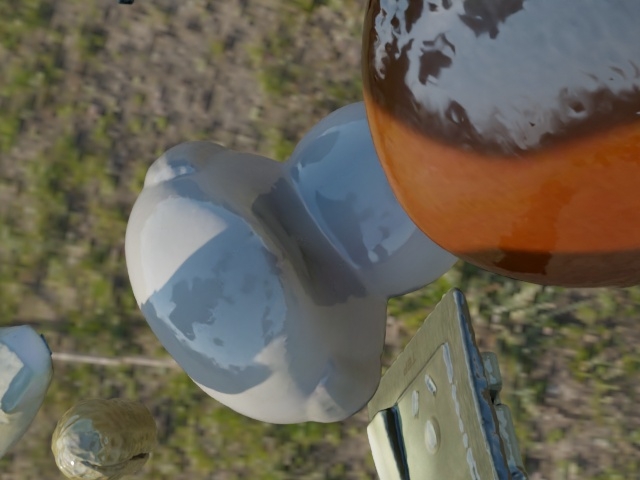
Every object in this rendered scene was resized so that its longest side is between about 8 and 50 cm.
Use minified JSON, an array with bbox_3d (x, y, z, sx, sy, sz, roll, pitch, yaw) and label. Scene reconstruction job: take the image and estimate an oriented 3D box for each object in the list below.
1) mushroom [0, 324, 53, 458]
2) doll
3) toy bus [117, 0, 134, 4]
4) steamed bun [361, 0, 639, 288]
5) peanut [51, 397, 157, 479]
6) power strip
[{"bbox_3d":[-0.205,0.115,1.082,0.084,0.071,0.209,56,144,16],"label":"mushroom"},{"bbox_3d":[0.000,0.000,1.225,0.221,0.251,0.221,2,95,22],"label":"doll"},{"bbox_3d":[-0.196,-0.210,1.292,0.182,0.103,0.091,9,98,49],"label":"toy bus"},{"bbox_3d":[0.173,-0.154,0.815,0.379,0.248,0.235,-27,27,39],"label":"steamed bun"},{"bbox_3d":[-0.193,0.176,1.679,0.080,0.174,0.080,0,89,11],"label":"peanut"},{"bbox_3d":[0.130,0.208,1.758,0.251,0.092,0.257,-50,45,51],"label":"power strip"}]
